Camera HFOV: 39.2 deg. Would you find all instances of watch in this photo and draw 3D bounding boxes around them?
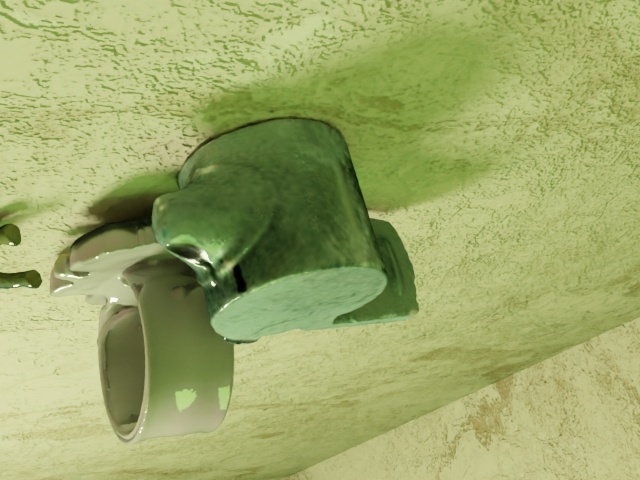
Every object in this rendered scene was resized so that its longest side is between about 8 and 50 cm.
[{"bbox_3d":[-0.195,0.107,1.010,0.196,0.231,0.244,0,161,-27],"label":"watch"}]

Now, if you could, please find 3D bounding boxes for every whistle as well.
[{"bbox_3d":[-0.021,0.014,0.992,0.188,0.168,0.405,-21,158,11],"label":"whistle"}]

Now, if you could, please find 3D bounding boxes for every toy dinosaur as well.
[{"bbox_3d":[-0.401,0.025,0.902,0.188,0.075,0.247,-15,166,19],"label":"toy dinosaur"}]
